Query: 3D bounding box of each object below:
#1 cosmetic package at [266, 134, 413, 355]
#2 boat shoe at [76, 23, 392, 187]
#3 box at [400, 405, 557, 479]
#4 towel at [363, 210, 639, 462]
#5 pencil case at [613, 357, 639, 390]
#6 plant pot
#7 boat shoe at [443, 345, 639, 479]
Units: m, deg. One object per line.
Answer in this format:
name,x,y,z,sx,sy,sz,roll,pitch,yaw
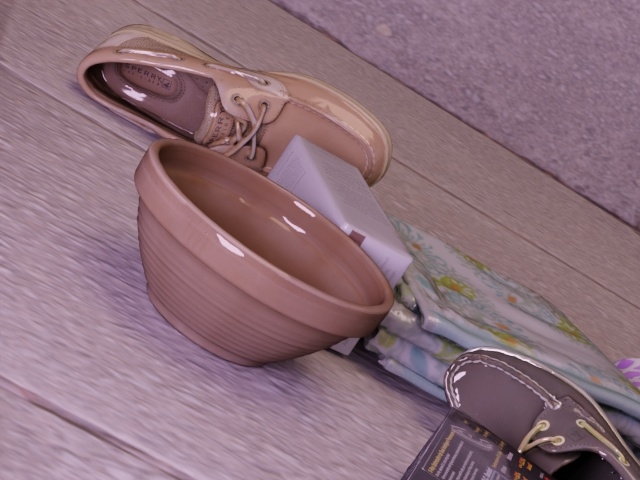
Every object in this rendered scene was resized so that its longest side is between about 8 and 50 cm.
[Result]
cosmetic package,0.000,0.000,1.592,0.085,0.117,0.231,27,17,-24
boat shoe,-0.094,-0.125,1.772,0.341,0.121,0.110,19,24,9
box,0.151,0.250,1.195,0.242,0.076,0.307,36,14,5
towel,0.172,0.094,1.708,0.374,0.090,0.320,28,14,-24
pencil case,0.363,0.197,1.820,0.086,0.088,0.206,38,14,-17
plant pot,-0.066,0.026,1.371,0.237,0.110,0.237,32,13,-9
boat shoe,0.214,0.200,1.433,0.305,0.109,0.091,45,12,23
